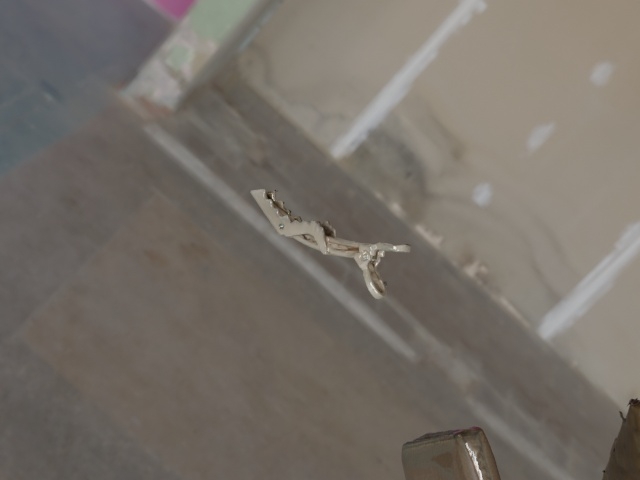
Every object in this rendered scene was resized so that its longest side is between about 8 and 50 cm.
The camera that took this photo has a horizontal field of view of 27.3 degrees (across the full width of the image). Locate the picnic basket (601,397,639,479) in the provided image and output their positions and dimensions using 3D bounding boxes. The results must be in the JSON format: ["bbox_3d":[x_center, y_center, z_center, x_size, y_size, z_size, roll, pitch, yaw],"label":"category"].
[{"bbox_3d":[0.469,0.286,1.374,0.321,0.254,0.291,50,-18,29],"label":"picnic basket"}]

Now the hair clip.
[{"bbox_3d":[0.000,0.000,1.546,0.226,0.072,0.034,23,8,29],"label":"hair clip"}]

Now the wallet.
[{"bbox_3d":[0.109,0.218,0.990,0.038,0.118,0.153,-17,83,-25],"label":"wallet"}]
